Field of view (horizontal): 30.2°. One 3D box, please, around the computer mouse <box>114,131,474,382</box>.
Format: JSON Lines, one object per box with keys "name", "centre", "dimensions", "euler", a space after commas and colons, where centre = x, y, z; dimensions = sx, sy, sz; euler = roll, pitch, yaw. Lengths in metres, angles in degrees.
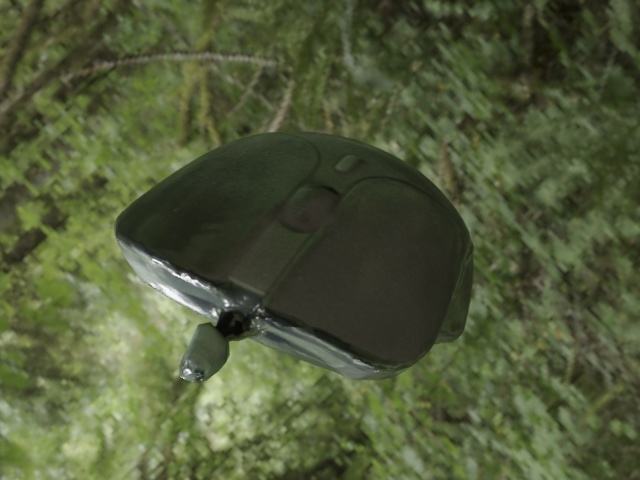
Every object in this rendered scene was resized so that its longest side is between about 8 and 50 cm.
{"name": "computer mouse", "centre": [0.000, 0.000, 0.582], "dimensions": [0.167, 0.090, 0.379], "euler": [21, -169, 6]}
